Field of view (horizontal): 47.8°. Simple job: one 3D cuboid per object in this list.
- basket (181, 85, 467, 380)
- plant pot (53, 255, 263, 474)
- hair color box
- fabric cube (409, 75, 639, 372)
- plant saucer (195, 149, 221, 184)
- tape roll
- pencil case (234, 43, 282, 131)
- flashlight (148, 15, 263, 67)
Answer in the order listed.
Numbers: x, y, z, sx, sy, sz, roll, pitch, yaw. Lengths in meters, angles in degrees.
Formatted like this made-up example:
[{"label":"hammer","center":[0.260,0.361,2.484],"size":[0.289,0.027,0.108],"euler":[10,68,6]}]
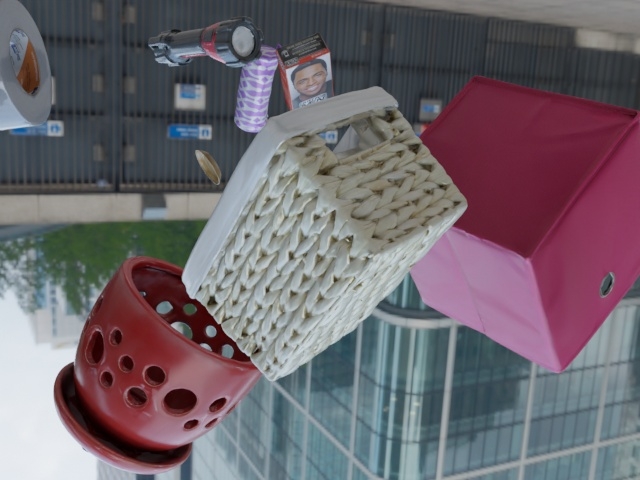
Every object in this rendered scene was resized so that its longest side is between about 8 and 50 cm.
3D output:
[{"label":"basket","center":[0.000,0.000,0.473],"size":[0.113,0.167,0.103],"euler":[-27,-108,-44]},{"label":"plant pot","center":[-0.175,0.139,0.785],"size":[0.191,0.174,0.191],"euler":[34,-168,-8]},{"label":"hair color box","center":[-0.021,-0.245,1.099],"size":[0.071,0.043,0.141],"euler":[-23,158,-4]},{"label":"fabric cube","center":[0.272,-0.028,0.991],"size":[0.259,0.258,0.254],"euler":[27,-113,42]},{"label":"plant saucer","center":[-0.229,-0.155,1.499],"size":[0.015,0.083,0.083],"euler":[-35,-154,-18]},{"label":"tape roll","center":[-0.546,-0.305,1.256],"size":[0.072,0.219,0.219],"euler":[-6,-169,3]},{"label":"pencil case","center":[-0.143,-0.347,1.662],"size":[0.088,0.206,0.086],"euler":[-9,-135,-27]},{"label":"flashlight","center":[-0.252,-0.427,1.590],"size":[0.103,0.103,0.304],"euler":[-37,-151,-32]}]
